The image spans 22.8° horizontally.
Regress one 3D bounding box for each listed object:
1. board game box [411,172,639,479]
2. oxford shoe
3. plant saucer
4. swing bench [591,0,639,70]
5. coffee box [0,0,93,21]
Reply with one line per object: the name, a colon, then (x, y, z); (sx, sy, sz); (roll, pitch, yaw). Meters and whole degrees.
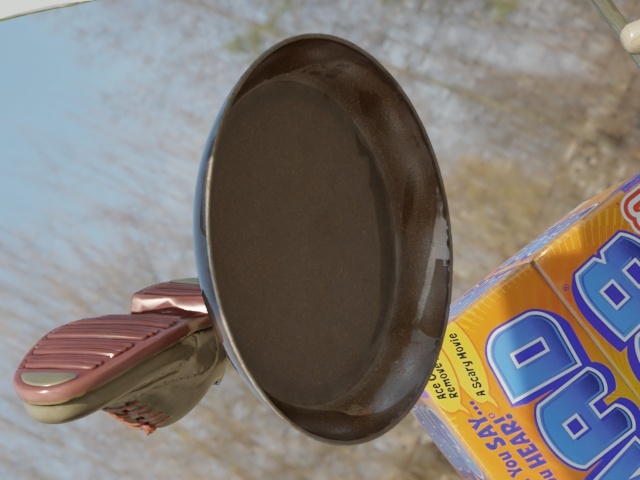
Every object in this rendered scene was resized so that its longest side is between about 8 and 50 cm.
board game box: (0.323, 0.175, 1.856); (0.356, 0.357, 0.356); (-37, -3, -5)
oxford shoe: (-0.166, 0.130, 1.503); (0.348, 0.123, 0.130); (-24, -66, -62)
plant saucer: (0.000, 0.000, 1.206); (0.310, 0.050, 0.311); (10, -103, -51)
swing bench: (0.300, -0.159, 0.981); (0.254, 0.165, 0.253); (-37, 14, 7)
coffee box: (-0.132, -0.340, 0.922); (0.338, 0.337, 0.334); (-47, -57, -48)
